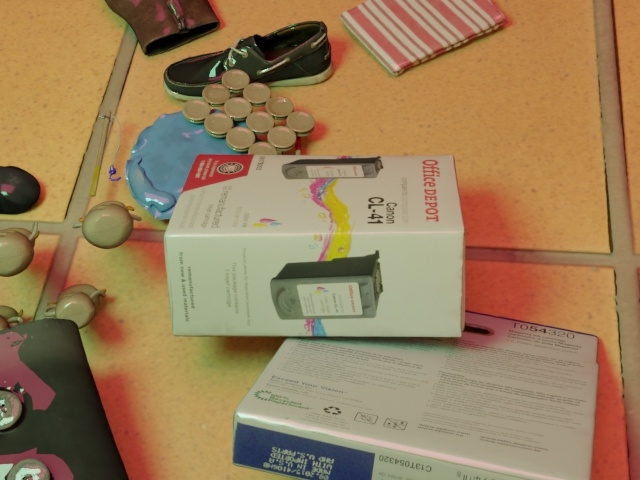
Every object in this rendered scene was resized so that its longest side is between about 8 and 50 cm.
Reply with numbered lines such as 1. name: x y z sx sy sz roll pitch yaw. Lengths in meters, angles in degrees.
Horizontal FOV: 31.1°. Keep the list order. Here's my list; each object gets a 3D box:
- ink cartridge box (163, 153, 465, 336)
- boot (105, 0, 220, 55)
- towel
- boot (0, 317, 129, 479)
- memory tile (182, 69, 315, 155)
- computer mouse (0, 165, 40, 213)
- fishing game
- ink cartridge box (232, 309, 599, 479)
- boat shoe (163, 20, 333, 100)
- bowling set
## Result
1. ink cartridge box: 0.000 0.000 1.257 0.306 0.131 0.226 -1 25 4
2. boot: -0.197 -0.380 1.680 0.248 0.090 0.207 -27 66 -20
3. towel: 0.145 -0.309 1.619 0.197 0.029 0.144 -27 54 -15
4. boot: -0.179 0.260 1.075 0.367 0.146 0.445 -23 54 -14
5. memory tile: -0.091 -0.157 1.467 0.148 0.012 0.113 34 58 19
6. computer mouse: -0.466 -0.083 1.457 0.242 0.041 0.071 11 52 13
7. fishing game: -0.151 -0.087 1.442 0.264 0.041 0.189 1 56 -5
8. ink cartridge box: 0.113 0.159 1.163 0.324 0.071 0.330 10 20 12
9. boat shoe: -0.100 -0.246 1.547 0.233 0.079 0.084 -11 52 -4
10. bowling set: -0.329 0.073 1.279 0.287 0.199 0.154 -10 8 -9
